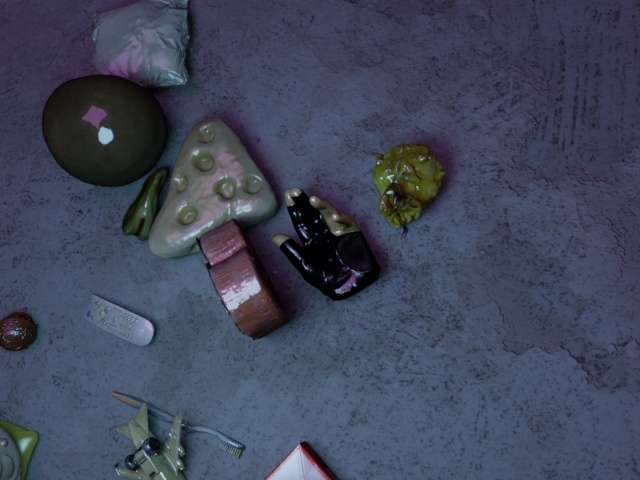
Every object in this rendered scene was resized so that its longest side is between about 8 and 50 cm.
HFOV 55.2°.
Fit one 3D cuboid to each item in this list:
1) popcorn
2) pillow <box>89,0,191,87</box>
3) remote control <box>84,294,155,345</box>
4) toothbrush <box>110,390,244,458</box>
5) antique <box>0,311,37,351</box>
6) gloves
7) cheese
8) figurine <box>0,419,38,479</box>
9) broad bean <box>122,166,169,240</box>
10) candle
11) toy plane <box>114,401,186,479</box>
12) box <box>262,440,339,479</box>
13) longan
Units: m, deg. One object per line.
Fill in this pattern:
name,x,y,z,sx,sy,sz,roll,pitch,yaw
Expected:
popcorn,0.212,-0.130,1.468,0.168,0.173,0.195,2,64,-10
pillow,-0.517,-0.549,1.743,0.309,0.138,0.284,-8,73,7
remote control,-0.513,0.205,1.575,0.229,0.044,0.073,18,94,25
toothbrush,-0.352,0.435,1.479,0.375,0.028,0.037,19,86,16
antique,-0.793,0.241,1.593,0.104,0.104,0.104,-3,73,11
gloves,0.002,0.005,1.459,0.197,0.152,0.301,-31,95,-5
cheese,-0.317,-0.145,1.586,0.350,0.129,0.329,-25,73,2
figurine,-0.906,0.528,1.389,0.361,0.378,0.267,-3,73,10
broad bean,-0.457,-0.104,1.612,0.072,0.153,0.207,21,80,-29
candle,-0.154,0.109,1.412,0.131,0.287,0.317,-28,32,-2
toy plane,-0.381,0.515,1.426,0.242,0.104,0.256,-42,66,18
box,-0.059,0.554,1.346,0.133,0.099,0.182,42,85,17
longan,-0.561,-0.288,1.595,0.318,0.319,0.319,-3,73,11
